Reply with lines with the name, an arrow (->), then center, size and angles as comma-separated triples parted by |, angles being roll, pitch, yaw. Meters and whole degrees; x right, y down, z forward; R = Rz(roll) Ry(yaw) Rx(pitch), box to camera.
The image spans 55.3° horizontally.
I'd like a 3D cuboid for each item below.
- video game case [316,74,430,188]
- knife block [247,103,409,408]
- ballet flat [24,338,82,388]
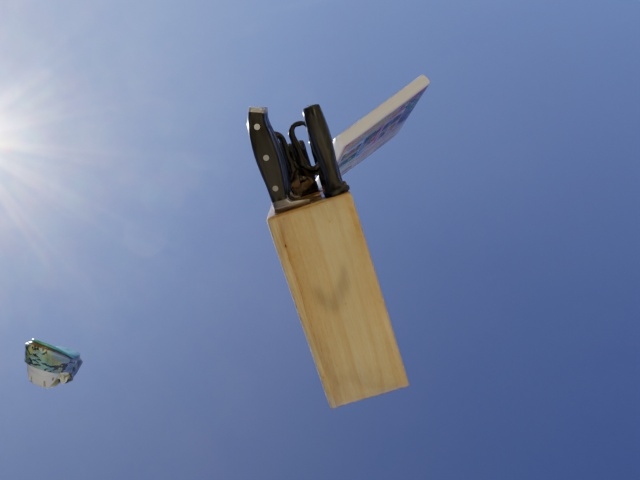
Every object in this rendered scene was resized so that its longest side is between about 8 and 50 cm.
video game case -> 0.066, -0.142, 0.821 | 0.157, 0.143, 0.019 | -38, -97, -19
knife block -> 0.000, 0.000, 0.618 | 0.088, 0.242, 0.275 | -17, -123, 4
ballet flat -> -0.390, 0.184, 0.888 | 0.070, 0.188, 0.070 | 2, -105, -6
